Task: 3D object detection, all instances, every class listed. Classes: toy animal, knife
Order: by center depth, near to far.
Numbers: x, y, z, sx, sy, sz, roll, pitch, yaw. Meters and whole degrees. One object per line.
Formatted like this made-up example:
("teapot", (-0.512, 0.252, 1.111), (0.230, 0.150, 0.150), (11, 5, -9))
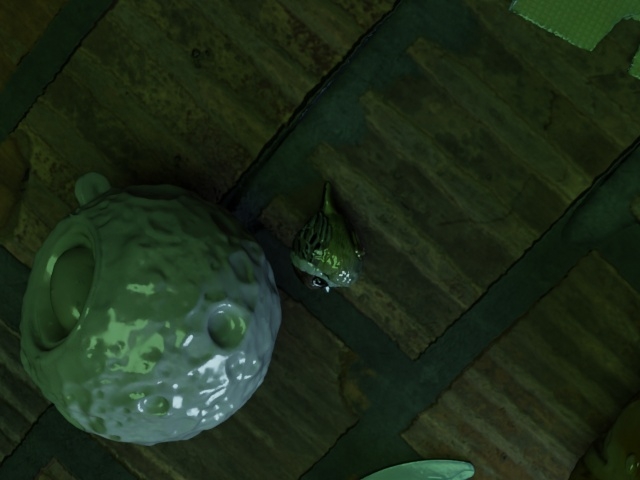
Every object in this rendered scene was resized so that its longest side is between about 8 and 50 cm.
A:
("toy animal", (0.000, 0.000, 2.020), (0.098, 0.098, 0.137), (-21, 89, 23))
("knife", (0.063, 0.373, 2.171), (0.331, 0.044, 0.080), (-36, 89, 19))

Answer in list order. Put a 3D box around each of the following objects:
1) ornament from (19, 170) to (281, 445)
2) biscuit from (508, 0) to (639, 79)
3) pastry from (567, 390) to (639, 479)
("ornament", (-0.206, 0.096, 1.991), (0.337, 0.337, 0.337), (6, 111, 15))
("biscuit", (0.355, -0.269, 1.819), (0.250, 0.046, 0.147), (27, 132, 5))
("pastry", (0.493, 0.358, 1.915), (0.410, 0.245, 0.409), (5, 110, 13))
